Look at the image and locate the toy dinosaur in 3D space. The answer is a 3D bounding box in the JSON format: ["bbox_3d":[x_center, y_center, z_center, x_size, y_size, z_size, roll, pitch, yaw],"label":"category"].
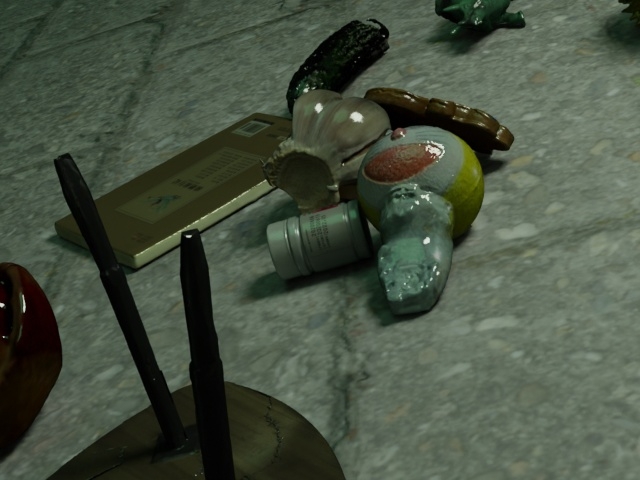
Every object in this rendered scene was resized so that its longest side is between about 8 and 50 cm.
[{"bbox_3d":[0.238,-0.343,1.765,0.120,0.079,0.292,-3,26,30],"label":"toy dinosaur"}]

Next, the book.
[{"bbox_3d":[-0.140,-0.067,1.537,0.310,0.021,0.217,-32,27,-25],"label":"book"}]

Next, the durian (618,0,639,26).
[{"bbox_3d":[0.441,-0.332,1.480,0.200,0.176,0.237,-2,11,-8],"label":"durian"}]

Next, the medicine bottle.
[{"bbox_3d":[0.000,0.000,1.238,0.091,0.058,0.058,-16,24,9],"label":"medicine bottle"}]

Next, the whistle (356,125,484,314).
[{"bbox_3d":[0.086,-0.028,1.178,0.123,0.123,0.223,-11,40,20],"label":"whistle"}]

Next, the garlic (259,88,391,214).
[{"bbox_3d":[0.036,-0.094,1.364,0.131,0.127,0.194,35,23,22],"label":"garlic"}]

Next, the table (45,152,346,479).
[{"bbox_3d":[-0.172,0.111,0.902,0.317,0.249,0.317,-16,24,8],"label":"table"}]

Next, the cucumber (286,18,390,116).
[{"bbox_3d":[0.016,-0.228,1.691,0.067,0.067,0.245,-5,25,30],"label":"cucumber"}]

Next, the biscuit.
[{"bbox_3d":[0.122,-0.126,1.359,0.175,0.124,0.026,15,80,40],"label":"biscuit"}]

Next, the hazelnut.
[{"bbox_3d":[-0.326,0.112,1.131,0.202,0.160,0.170,-24,25,-23],"label":"hazelnut"}]
